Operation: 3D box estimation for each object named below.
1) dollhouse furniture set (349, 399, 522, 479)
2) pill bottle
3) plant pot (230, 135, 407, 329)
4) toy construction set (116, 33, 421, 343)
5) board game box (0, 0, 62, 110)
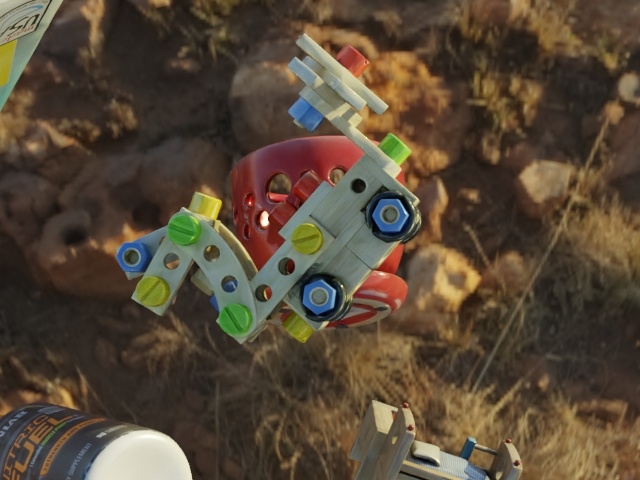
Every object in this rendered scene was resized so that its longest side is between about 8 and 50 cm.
[{"bbox_3d":[0.118,0.234,1.403,0.129,0.183,0.129,19,105,-8],"label":"dollhouse furniture set"},{"bbox_3d":[-0.246,0.229,1.271,0.246,0.130,0.130,4,52,46],"label":"pill bottle"},{"bbox_3d":[0.000,0.000,1.415,0.191,0.191,0.174,-3,73,1],"label":"plant pot"},{"bbox_3d":[-0.032,-0.031,1.254,0.215,0.151,0.327,42,108,8],"label":"toy construction set"},{"bbox_3d":[-0.303,-0.060,0.735,0.254,0.336,0.079,-29,86,-31],"label":"board game box"}]
